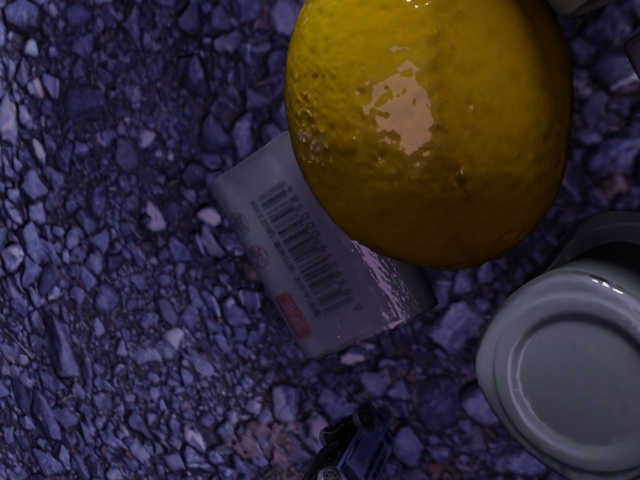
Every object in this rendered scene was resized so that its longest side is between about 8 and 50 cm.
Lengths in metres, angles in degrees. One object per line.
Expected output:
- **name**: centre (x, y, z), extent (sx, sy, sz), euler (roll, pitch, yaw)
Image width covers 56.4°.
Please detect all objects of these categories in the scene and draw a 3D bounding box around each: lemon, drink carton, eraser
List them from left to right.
- **eraser**: centre (0.000, 0.000, 0.647), extent (0.174, 0.081, 0.227), euler (-27, 92, 26)
- **lemon**: centre (0.086, -0.106, 0.489), extent (0.236, 0.236, 0.263), euler (-23, 78, 29)
- **drink carton**: centre (0.229, 0.079, 0.485), extent (0.185, 0.189, 0.191), euler (51, 122, 26)

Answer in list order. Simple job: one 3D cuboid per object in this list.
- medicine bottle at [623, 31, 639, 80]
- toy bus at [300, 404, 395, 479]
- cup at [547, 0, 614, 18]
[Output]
- **medicine bottle**: centre (0.405, -0.135, 0.328), extent (0.388, 0.219, 0.219), euler (-30, 91, 29)
- **toy bus**: centre (0.025, 0.259, 0.666), extent (0.073, 0.167, 0.076), euler (-39, 90, 30)
- **cup**: centre (0.193, -0.267, 0.312), extent (0.202, 0.173, 0.255), euler (65, 163, -4)
